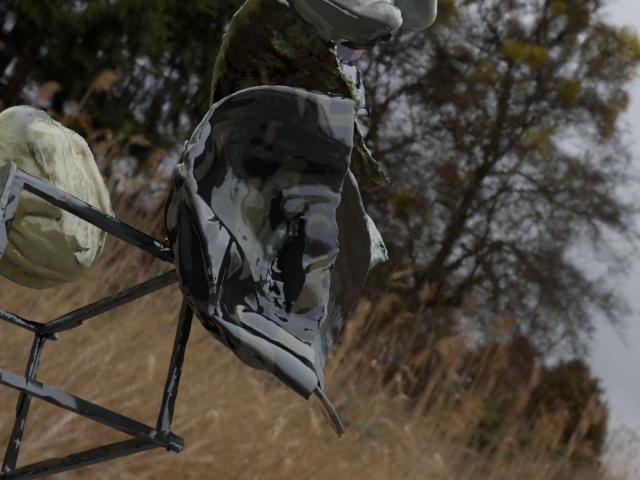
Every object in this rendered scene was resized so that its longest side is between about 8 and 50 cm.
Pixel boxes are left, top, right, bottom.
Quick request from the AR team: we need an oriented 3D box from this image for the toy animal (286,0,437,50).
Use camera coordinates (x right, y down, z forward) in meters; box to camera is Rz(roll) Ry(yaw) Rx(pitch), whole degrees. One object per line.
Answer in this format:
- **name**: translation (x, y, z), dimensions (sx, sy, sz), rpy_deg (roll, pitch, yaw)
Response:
- **toy animal**: translation (0.074, -0.409, 1.548), dimensions (0.249, 0.289, 0.174), rpy_deg (50, -12, 6)

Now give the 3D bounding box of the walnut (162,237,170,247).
- **walnut**: translation (-0.177, -0.012, 1.693), dimensions (0.170, 0.143, 0.069), rpy_deg (-26, -91, 62)

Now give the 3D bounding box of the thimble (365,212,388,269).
- **thimble**: translation (0.000, 0.000, 1.568), dimensions (0.191, 0.137, 0.143), rpy_deg (27, 15, 13)

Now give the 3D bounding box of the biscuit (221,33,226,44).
- **biscuit**: translation (-0.098, -0.439, 2.303), dimensions (0.236, 0.040, 0.144), rpy_deg (-5, -3, -13)

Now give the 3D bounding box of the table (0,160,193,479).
- **table**: translation (-0.337, 0.116, 1.161), dimensions (0.335, 0.222, 0.272), rpy_deg (-21, -39, 41)

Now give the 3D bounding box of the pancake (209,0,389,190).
- **pancake**: translation (-0.050, -0.227, 1.773), dimensions (0.305, 0.067, 0.426), rpy_deg (-2, -59, 24)

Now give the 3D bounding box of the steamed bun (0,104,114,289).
- **steamed bun**: translation (-0.525, -0.071, 1.898), dimensions (0.231, 0.324, 0.372), rpy_deg (-7, 1, 6)

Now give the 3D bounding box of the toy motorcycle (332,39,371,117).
- **toy motorcycle**: translation (0.029, -0.299, 1.971), dimensions (0.143, 0.326, 0.188), rpy_deg (16, 0, -14)

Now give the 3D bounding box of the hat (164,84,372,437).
- **hat**: translation (-0.056, 0.047, 1.198), dimensions (0.257, 0.366, 0.381), rpy_deg (14, -34, -3)
